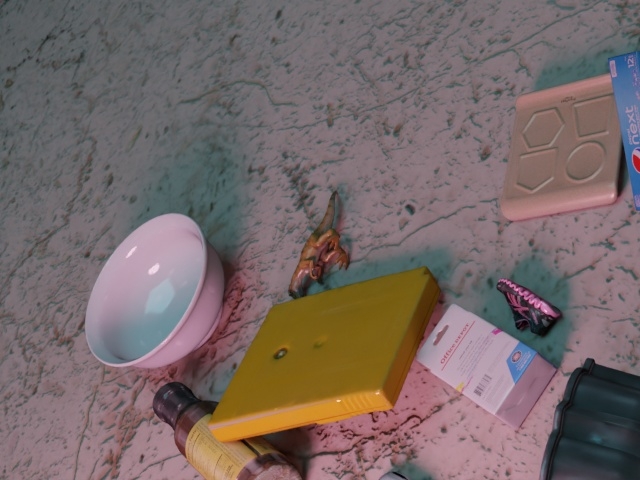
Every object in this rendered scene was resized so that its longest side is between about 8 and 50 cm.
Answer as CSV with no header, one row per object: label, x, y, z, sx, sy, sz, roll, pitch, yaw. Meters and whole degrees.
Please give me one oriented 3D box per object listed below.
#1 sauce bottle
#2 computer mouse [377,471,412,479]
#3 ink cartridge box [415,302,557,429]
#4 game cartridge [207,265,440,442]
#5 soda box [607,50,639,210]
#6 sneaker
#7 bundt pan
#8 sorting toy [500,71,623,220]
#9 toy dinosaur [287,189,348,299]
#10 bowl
sauce bottle,-0.158,0.322,2.033,0.111,0.111,0.344,-56,38,-1
computer mouse,0.124,0.374,1.766,0.193,0.042,0.106,26,83,50
ink cartridge box,0.228,0.172,1.791,0.104,0.061,0.181,-55,40,-2
game cartridge,0.012,0.172,1.941,0.324,0.052,0.285,-15,31,34
soda box,0.444,-0.148,1.699,0.067,0.071,0.210,180,78,-69
sneaker,0.282,0.095,1.812,0.119,0.047,0.057,38,103,52
bundt pan,0.335,0.301,1.412,0.124,0.331,0.330,6,66,26
sorting toy,0.364,-0.136,1.902,0.193,0.038,0.208,-11,60,40
toy dinosaur,0.000,0.000,2.141,0.112,0.064,0.211,11,71,49
bowl,-0.267,0.110,2.271,0.298,0.134,0.297,-26,47,31
